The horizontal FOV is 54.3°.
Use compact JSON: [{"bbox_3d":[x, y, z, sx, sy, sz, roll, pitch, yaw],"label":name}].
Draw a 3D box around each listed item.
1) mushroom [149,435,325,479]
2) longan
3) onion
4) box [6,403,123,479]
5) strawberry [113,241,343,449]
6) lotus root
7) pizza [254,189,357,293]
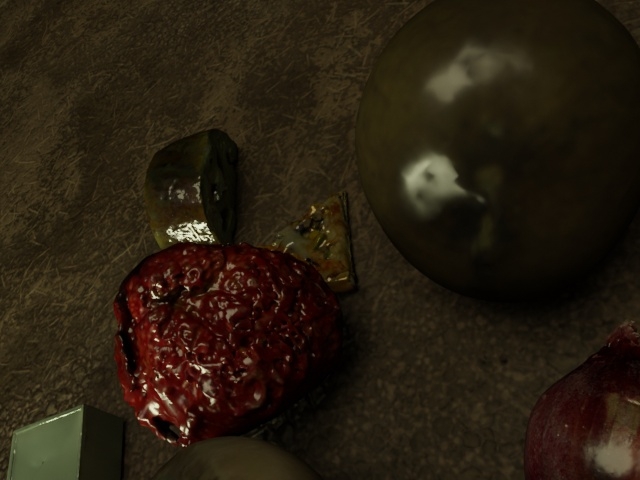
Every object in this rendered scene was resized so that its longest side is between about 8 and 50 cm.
[{"bbox_3d":[-0.126,0.343,0.530,0.362,0.295,0.362,-47,27,32],"label":"mushroom"},{"bbox_3d":[0.186,-0.098,0.652,0.319,0.319,0.318,-16,54,23],"label":"longan"},{"bbox_3d":[0.258,0.161,0.535,0.160,0.159,0.194,4,60,33],"label":"onion"},{"bbox_3d":[-0.340,0.351,0.825,0.130,0.086,0.225,-23,52,17],"label":"box"},{"bbox_3d":[-0.122,0.101,0.737,0.274,0.220,0.274,-21,33,14],"label":"strawberry"},{"bbox_3d":[-0.203,-0.085,1.004,0.119,0.138,0.234,-13,49,13],"label":"lotus root"},{"bbox_3d":[0.000,0.000,0.875,0.185,0.036,0.176,26,77,40],"label":"pizza"}]
